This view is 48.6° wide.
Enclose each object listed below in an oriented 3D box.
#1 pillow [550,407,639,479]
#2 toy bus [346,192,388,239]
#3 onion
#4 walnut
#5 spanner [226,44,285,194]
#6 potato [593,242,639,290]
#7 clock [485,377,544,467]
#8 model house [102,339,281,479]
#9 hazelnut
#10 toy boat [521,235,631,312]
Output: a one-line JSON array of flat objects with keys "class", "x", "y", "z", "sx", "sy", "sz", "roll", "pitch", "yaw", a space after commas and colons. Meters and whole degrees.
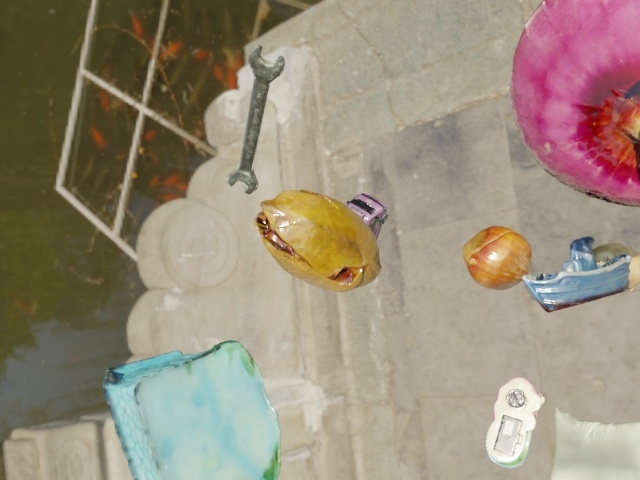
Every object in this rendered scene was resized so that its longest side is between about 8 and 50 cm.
[{"class": "pillow", "x": 0.539, "y": 0.393, "z": 1.331, "sx": 0.254, "sy": 0.078, "sz": 0.144, "roll": -15, "pitch": 71, "yaw": 55}, {"class": "toy bus", "x": 0.087, "y": -0.015, "z": 1.662, "sx": 0.086, "sy": 0.098, "sz": 0.178, "roll": 33, "pitch": 123, "yaw": 25}, {"class": "onion", "x": 0.419, "y": -0.207, "z": 0.936, "sx": 0.358, "sy": 0.345, "sz": 0.358, "roll": 23, "pitch": 122, "yaw": 42}, {"class": "walnut", "x": 0.000, "y": 0.000, "z": 1.088, "sx": 0.137, "sy": 0.245, "sz": 0.137, "roll": -38, "pitch": 32, "yaw": 29}, {"class": "spanner", "x": -0.100, "y": -0.173, "z": 1.067, "sx": 0.015, "sy": 0.054, "sz": 0.255, "roll": -93, "pitch": 15, "yaw": -50}, {"class": "potato", "x": 0.742, "y": 0.072, "z": 1.797, "sx": 0.161, "sy": 0.235, "sz": 0.128, "roll": -21, "pitch": 68, "yaw": 7}, {"class": "clock", "x": 0.433, "y": 0.409, "z": 1.588, "sx": 0.100, "sy": 0.195, "sz": 0.194, "roll": 16, "pitch": 81, "yaw": 23}, {"class": "model house", "x": -0.232, "y": 0.315, "z": 1.166, "sx": 0.241, "sy": 0.226, "sz": 0.261, "roll": -12, "pitch": 95, "yaw": 45}, {"class": "hazelnut", "x": 0.465, "y": 0.051, "z": 1.876, "sx": 0.182, "sy": 0.182, "sz": 0.182, "roll": 2, "pitch": 92, "yaw": 46}, {"class": "toy boat", "x": 0.573, "y": 0.068, "z": 1.574, "sx": 0.129, "sy": 0.309, "sz": 0.143, "roll": 152, "pitch": 106, "yaw": -66}]
